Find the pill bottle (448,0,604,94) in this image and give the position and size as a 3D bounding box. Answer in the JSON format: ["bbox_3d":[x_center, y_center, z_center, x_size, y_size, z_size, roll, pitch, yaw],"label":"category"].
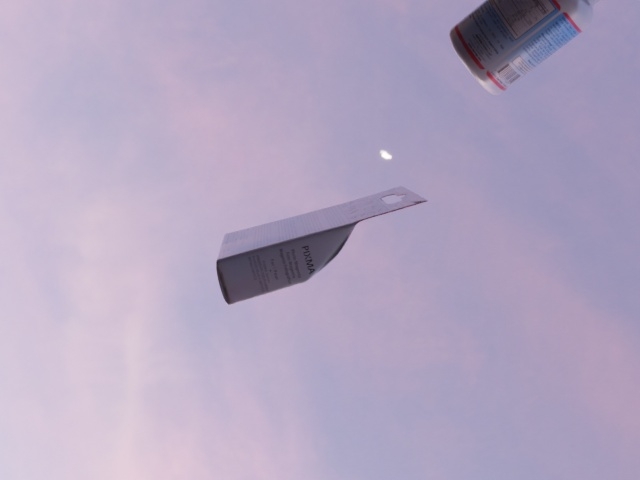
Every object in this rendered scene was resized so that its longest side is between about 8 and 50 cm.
[{"bbox_3d":[0.216,-0.228,0.879,0.160,0.087,0.087,-37,-112,23],"label":"pill bottle"}]

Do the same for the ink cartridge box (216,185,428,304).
[{"bbox_3d":[0.000,0.000,0.989,0.232,0.189,0.066,-12,-81,-2],"label":"ink cartridge box"}]
